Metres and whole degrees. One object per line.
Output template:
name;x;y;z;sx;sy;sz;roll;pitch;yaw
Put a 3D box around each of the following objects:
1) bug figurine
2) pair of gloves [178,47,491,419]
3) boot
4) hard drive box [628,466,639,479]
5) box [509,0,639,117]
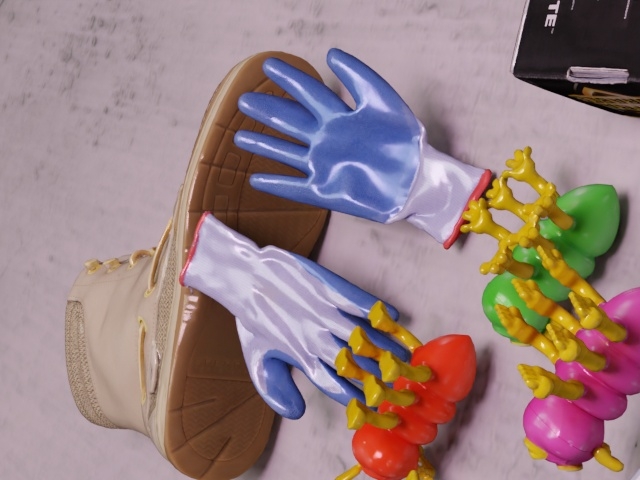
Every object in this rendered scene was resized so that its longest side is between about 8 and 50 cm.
bug figurine;0.077;0.079;0.892;0.216;0.072;0.279;-56;14;17
pair of gloves;0.000;0.000;1.078;0.159;0.023;0.198;32;107;25
boot;-0.084;0.008;1.243;0.203;0.095;0.262;10;91;63
hard drive box;0.186;0.140;0.690;0.232;0.089;0.181;-56;34;32
box;0.211;-0.208;0.815;0.257;0.079;0.322;11;87;60
